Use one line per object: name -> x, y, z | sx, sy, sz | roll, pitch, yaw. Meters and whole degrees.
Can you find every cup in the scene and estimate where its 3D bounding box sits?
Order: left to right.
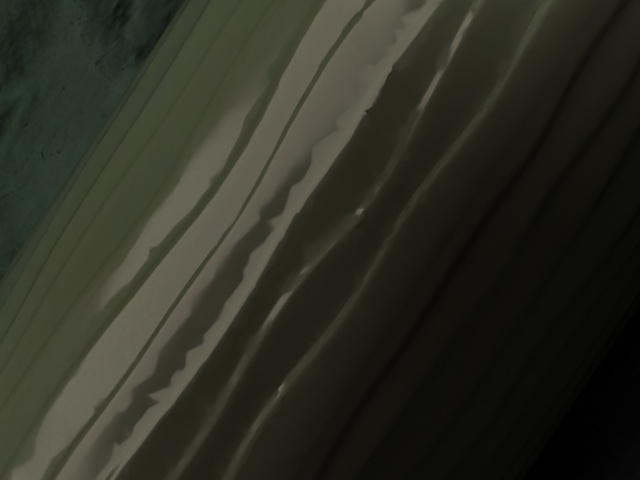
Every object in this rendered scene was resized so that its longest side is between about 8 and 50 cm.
cup -> 0.015, 0.010, 0.559 | 0.208, 0.288, 0.273 | 34, 94, 16
